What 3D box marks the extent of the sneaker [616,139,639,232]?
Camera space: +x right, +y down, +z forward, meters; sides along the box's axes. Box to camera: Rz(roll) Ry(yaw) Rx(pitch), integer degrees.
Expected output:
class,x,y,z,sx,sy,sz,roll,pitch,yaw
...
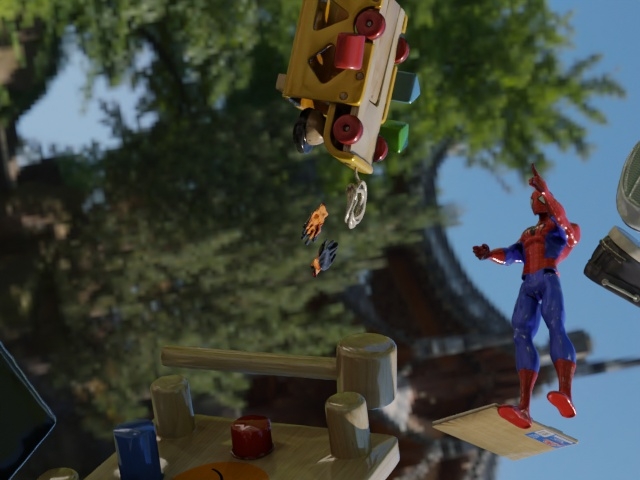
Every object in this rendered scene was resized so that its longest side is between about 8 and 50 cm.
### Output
class,x,y,z,sx,sy,sz,roll,pitch,yaw
sneaker,0.334,-0.059,1.224,0.094,0.258,0.091,25,-49,27

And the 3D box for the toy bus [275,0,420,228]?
class,x,y,z,sx,sy,sz,roll,pitch,yaw
toy bus,0.013,-0.146,1.316,0.202,0.104,0.191,-57,151,-46

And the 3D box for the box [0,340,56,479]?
class,x,y,z,sx,sy,sz,roll,pitch,yaw
box,-0.571,0.229,1.165,0.471,0.480,0.297,-11,-59,40

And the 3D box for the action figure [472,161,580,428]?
class,x,y,z,sx,sy,sz,roll,pitch,yaw
action figure,0.213,0.039,1.452,0.139,0.091,0.280,44,41,-35

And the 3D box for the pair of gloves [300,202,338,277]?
class,x,y,z,sx,sy,sz,roll,pitch,yaw
pair of gloves,0.000,0.000,1.847,0.074,0.010,0.083,-51,132,-49

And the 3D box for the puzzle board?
class,x,y,z,sx,sy,sz,roll,pitch,yaw
puzzle board,0.197,0.203,1.479,0.096,0.128,0.011,-26,-132,45

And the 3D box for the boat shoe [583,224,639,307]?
class,x,y,z,sx,sy,sz,roll,pitch,yaw
boat shoe,0.361,0.067,1.462,0.065,0.206,0.075,-48,-162,13

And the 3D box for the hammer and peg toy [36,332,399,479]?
class,x,y,z,sx,sy,sz,roll,pitch,yaw
hammer and peg toy,-0.074,0.205,1.240,0.361,0.265,0.127,-40,128,-58
